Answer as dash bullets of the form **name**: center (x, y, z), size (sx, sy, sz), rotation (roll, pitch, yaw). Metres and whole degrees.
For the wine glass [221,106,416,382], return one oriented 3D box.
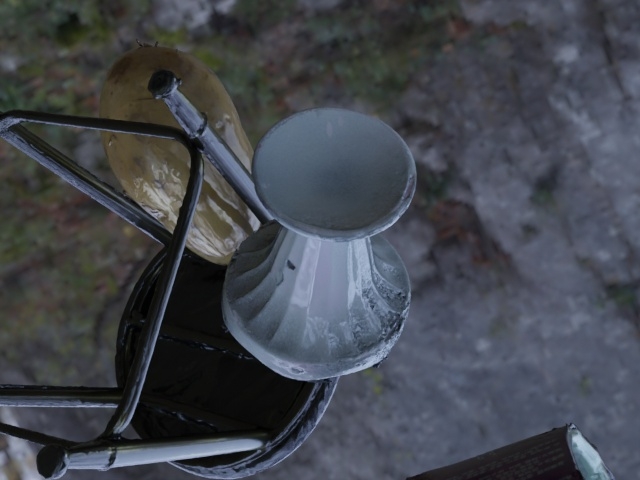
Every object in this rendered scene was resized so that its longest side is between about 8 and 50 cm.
- **wine glass**: center (0.000, 0.000, 1.276), size (0.165, 0.165, 0.196), rotation (-30, 151, -22)

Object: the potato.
- **potato**: center (-0.142, -0.091, 1.637), size (0.128, 0.235, 0.161), rotation (-24, -155, 49)

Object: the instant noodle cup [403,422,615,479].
- **instant noodle cup**: center (0.144, 0.311, 1.263), size (0.266, 0.340, 0.340), rotation (-30, -168, 10)

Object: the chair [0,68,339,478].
- **chair**: center (-0.204, 0.062, 1.582), size (0.364, 0.362, 0.410), rotation (8, 168, 36)
